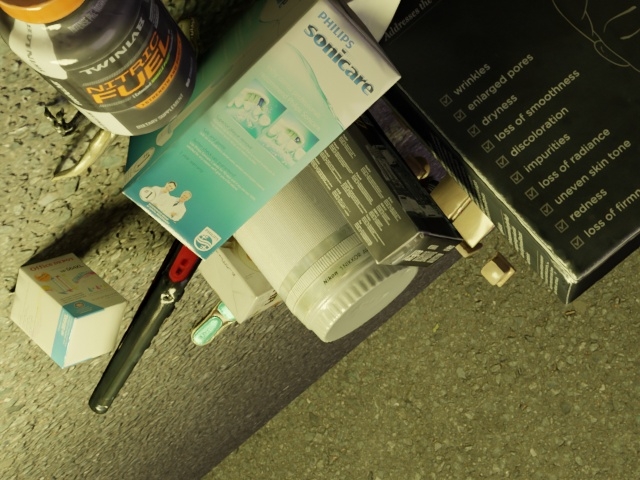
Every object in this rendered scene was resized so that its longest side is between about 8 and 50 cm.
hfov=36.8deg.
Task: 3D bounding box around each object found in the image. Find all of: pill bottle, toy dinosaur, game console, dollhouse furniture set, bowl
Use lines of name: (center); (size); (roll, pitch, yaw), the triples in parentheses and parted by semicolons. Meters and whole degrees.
pill bottle: (-0.205, -0.192, 0.861); (0.130, 0.130, 0.245); (-39, 164, 0)
toy dinosaur: (-0.233, -0.144, 1.072); (0.268, 0.064, 0.118); (-40, 171, 16)
game console: (-0.191, 0.038, 1.352); (0.386, 0.060, 0.342); (-53, -168, 46)
dollhouse furniture set: (0.321, -0.156, 1.709); (0.174, 0.355, 0.303); (-20, 155, -50)
bowl: (0.032, -0.290, 1.253); (0.142, 0.053, 0.142); (-29, 161, -29)

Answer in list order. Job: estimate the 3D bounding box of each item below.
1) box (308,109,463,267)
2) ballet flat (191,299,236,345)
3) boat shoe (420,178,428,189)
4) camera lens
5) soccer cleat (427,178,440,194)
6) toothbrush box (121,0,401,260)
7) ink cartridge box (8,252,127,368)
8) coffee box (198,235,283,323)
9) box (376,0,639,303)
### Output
box: (0.059, -0.105, 1.365); (0.076, 0.307, 0.242); (-39, 164, 15)
ballet flat: (-0.202, 0.151, 1.991); (0.168, 0.057, 0.052); (-37, -168, 9)
boat shoe: (0.137, -0.089, 1.976); (0.095, 0.095, 0.257); (-40, 166, 27)
camera lens: (0.000, 0.000, 1.579); (0.219, 0.274, 0.219); (-35, 164, -11)
soccer cleat: (0.242, -0.101, 2.204); (0.060, 0.072, 0.179); (-46, 163, 24)
toothbrush box: (-0.075, -0.154, 1.077); (0.295, 0.126, 0.216); (-44, -156, 12)
ink cartridge box: (-0.353, 0.089, 1.321); (0.092, 0.143, 0.089); (-19, 138, -50)
coffee box: (-0.078, 0.029, 1.734); (0.247, 0.141, 0.098); (-25, 159, -37)
box: (0.388, -0.242, 1.403); (0.480, 0.471, 0.297); (-40, 165, 3)
